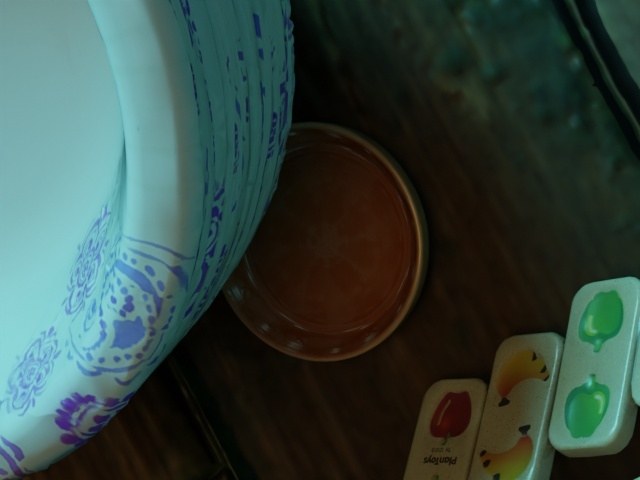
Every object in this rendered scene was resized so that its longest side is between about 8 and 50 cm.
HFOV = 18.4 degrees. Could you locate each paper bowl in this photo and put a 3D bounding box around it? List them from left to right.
[{"bbox_3d":[-0.145,-0.068,0.651,0.284,0.148,0.284,9,117,18],"label":"paper bowl"}]

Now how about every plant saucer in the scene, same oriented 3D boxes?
[{"bbox_3d":[0.000,0.000,0.683,0.083,0.013,0.083,5,101,28],"label":"plant saucer"}]

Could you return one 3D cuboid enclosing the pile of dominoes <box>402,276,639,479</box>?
[{"bbox_3d":[0.103,0.071,0.559,0.251,0.040,0.196,-33,43,30],"label":"pile of dominoes"}]
